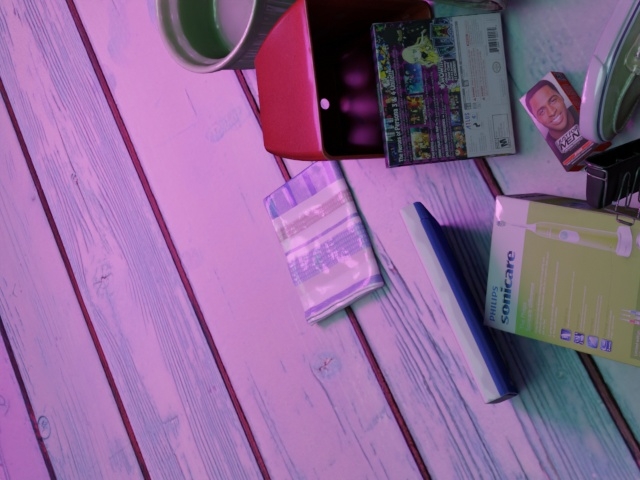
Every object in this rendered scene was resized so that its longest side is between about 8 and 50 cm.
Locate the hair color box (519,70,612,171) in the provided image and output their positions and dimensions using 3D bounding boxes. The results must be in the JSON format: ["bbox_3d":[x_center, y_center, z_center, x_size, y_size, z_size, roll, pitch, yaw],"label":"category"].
[{"bbox_3d":[0.373,-0.182,1.423,0.072,0.043,0.141,-44,64,36],"label":"hair color box"}]

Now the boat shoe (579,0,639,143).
[{"bbox_3d":[0.452,-0.275,1.296,0.094,0.109,0.302,27,106,35],"label":"boat shoe"}]

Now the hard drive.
[{"bbox_3d":[0.223,0.104,1.483,0.040,0.210,0.319,-26,75,11],"label":"hard drive"}]

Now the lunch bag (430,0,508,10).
[{"bbox_3d":[0.198,-0.501,1.455,0.287,0.169,0.235,19,90,28],"label":"lunch bag"}]

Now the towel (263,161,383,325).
[{"bbox_3d":[0.000,0.000,1.790,0.209,0.034,0.285,-31,73,39],"label":"towel"}]

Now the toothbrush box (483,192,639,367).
[{"bbox_3d":[0.397,0.050,1.370,0.283,0.122,0.206,12,103,41],"label":"toothbrush box"}]

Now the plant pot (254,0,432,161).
[{"bbox_3d":[0.030,-0.258,1.604,0.235,0.267,0.267,-7,89,55],"label":"plant pot"}]

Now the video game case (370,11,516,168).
[{"bbox_3d":[0.196,-0.240,1.491,0.042,0.210,0.232,168,95,-85],"label":"video game case"}]

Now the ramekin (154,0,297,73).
[{"bbox_3d":[-0.176,-0.477,1.828,0.303,0.148,0.303,4,97,42],"label":"ramekin"}]

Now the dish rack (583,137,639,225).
[{"bbox_3d":[0.502,-0.057,1.215,0.271,0.208,0.074,24,121,38],"label":"dish rack"}]
